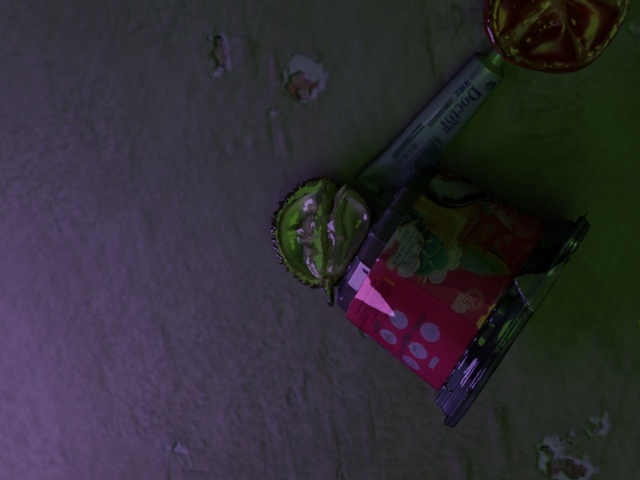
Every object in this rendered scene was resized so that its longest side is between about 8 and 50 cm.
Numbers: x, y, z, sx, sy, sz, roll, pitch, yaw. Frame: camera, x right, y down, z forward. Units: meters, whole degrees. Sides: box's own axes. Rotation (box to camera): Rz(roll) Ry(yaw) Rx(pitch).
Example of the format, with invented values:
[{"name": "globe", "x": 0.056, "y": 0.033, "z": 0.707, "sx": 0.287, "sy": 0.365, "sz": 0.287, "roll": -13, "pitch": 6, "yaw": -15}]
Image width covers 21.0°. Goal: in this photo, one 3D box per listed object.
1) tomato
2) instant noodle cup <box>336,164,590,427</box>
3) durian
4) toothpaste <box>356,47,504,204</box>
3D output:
[{"name": "tomato", "x": 0.234, "y": -0.247, "z": 1.754, "sx": 0.155, "sy": 0.069, "sz": 0.156, "roll": -3, "pitch": 105, "yaw": -11}, {"name": "instant noodle cup", "x": 0.132, "y": 0.039, "z": 1.776, "sx": 0.181, "sy": 0.258, "sz": 0.302, "roll": 33, "pitch": 123, "yaw": 5}, {"name": "durian", "x": 0.003, "y": 0.000, "z": 1.850, "sx": 0.110, "sy": 0.071, "sz": 0.140, "roll": -6, "pitch": 95, "yaw": 0}, {"name": "toothpaste", "x": 0.127, "y": -0.124, "z": 1.819, "sx": 0.064, "sy": 0.041, "sz": 0.218, "roll": 34, "pitch": 112, "yaw": -16}]
